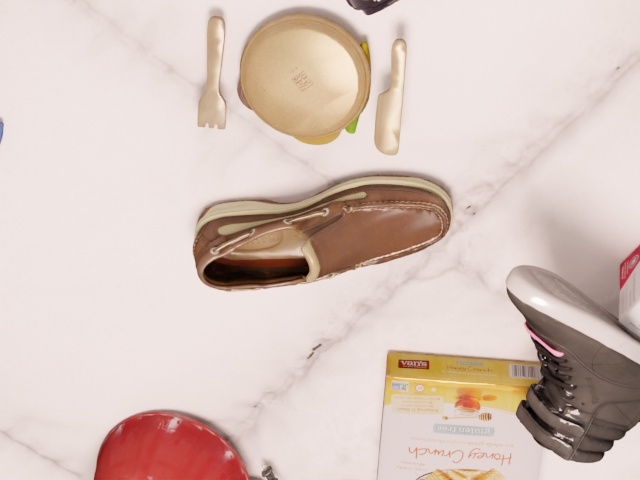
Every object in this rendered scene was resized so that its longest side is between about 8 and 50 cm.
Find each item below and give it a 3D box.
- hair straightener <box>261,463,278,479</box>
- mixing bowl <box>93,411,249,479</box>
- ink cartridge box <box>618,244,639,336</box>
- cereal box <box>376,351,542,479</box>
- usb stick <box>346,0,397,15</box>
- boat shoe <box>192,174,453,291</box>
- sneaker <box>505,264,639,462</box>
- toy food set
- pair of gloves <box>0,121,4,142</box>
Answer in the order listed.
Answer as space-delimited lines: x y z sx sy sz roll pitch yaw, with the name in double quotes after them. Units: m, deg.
-0.062 0.280 1.904 0.230 0.047 0.089 -1 112 12 "hair straightener"
-0.174 0.286 1.851 0.181 0.098 0.181 7 116 14 "mixing bowl"
0.354 0.017 1.635 0.063 0.109 0.150 34 120 -10 "ink cartridge box"
0.147 0.230 1.837 0.173 0.047 0.240 3 124 1 "cereal box"
-0.007 -0.317 1.481 0.077 0.045 0.278 -29 117 14 "usb stick"
0.002 0.007 1.670 0.257 0.095 0.095 -10 123 12 "boat shoe"
0.236 0.130 1.657 0.147 0.104 0.296 -49 138 8 "sneaker"
-0.014 -0.151 1.606 0.192 0.038 0.132 9 118 6 "toy food set"
-0.410 -0.100 1.681 0.198 0.023 0.159 12 124 -4 "pair of gloves"
